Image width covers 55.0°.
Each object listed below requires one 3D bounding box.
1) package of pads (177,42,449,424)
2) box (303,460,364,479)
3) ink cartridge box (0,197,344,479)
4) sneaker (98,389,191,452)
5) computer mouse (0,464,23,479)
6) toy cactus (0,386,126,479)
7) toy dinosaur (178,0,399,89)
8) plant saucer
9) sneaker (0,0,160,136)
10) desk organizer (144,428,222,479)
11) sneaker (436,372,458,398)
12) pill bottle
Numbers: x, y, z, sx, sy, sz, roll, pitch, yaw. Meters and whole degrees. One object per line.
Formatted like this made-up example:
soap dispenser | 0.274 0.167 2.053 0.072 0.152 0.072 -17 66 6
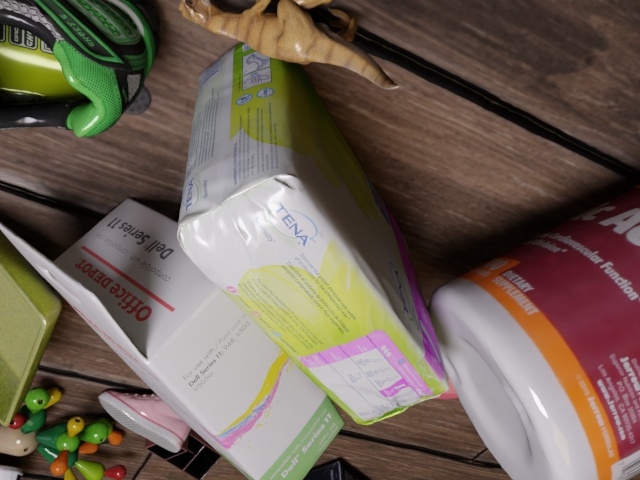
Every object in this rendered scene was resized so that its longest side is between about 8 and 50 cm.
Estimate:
package of pads | 0.000 0.000 0.536 0.101 0.229 0.296 -25 130 16
box | -0.009 0.563 1.079 0.296 0.183 0.294 -26 129 19
ink cartridge box | -0.130 0.092 0.609 0.119 0.207 0.354 -47 136 -22
sneaker | -0.233 0.229 0.847 0.134 0.070 0.051 26 140 10
computer mouse | -0.479 0.362 0.900 0.106 0.042 0.193 14 149 -18
toy cactus | -0.377 0.282 0.847 0.180 0.112 0.219 -4 142 10
toy dinosaur | -0.009 -0.152 0.464 0.211 0.112 0.064 24 146 23
plant saucer | -0.335 0.065 0.627 0.188 0.045 0.188 45 126 14
sneaker | -0.292 -0.152 0.420 0.343 0.146 0.134 4 132 -9
desk organizer | -0.199 0.304 0.910 0.047 0.050 0.130 -26 130 16
sneaker | 0.230 0.129 0.783 0.313 0.116 0.136 -15 146 12
pill bottle | 0.323 0.061 0.583 0.392 0.224 0.224 -26 133 -8
